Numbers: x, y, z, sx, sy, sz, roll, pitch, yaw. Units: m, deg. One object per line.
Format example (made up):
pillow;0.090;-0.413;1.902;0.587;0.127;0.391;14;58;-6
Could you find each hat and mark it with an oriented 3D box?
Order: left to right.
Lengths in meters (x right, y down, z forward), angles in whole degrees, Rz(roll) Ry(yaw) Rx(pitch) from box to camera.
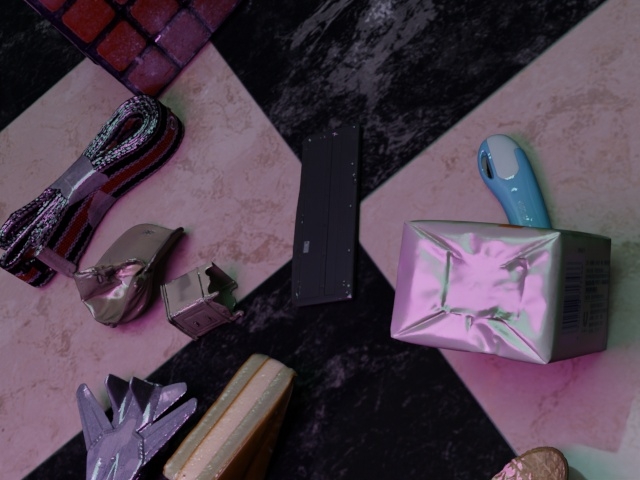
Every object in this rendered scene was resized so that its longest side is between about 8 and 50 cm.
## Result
hat;-0.262;0.049;1.388;0.147;0.085;0.175;9;46;44
hat;0.226;0.294;0.980;0.146;0.067;0.146;-48;11;12

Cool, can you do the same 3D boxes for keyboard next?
keyboard;0.006;0.007;1.276;0.103;0.041;0.381;-10;54;26

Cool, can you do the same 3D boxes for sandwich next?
sandwich;-0.108;0.222;1.138;0.079;0.113;0.163;23;98;34

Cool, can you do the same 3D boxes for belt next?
belt;-0.365;-0.082;1.491;0.359;0.094;0.126;-48;51;-2

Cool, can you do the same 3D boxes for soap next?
soap;0.201;0.051;1.022;0.182;0.199;0.138;4;91;32

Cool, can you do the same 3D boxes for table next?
table;-0.162;0.084;1.296;0.083;0.079;0.062;-28;53;12

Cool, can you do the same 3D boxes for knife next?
knife;0.247;-0.040;1.164;0.064;0.031;0.222;-21;60;14

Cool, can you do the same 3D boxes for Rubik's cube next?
Rubik's cube;-0.347;-0.498;1.550;0.344;0.344;0.337;-46;52;-1

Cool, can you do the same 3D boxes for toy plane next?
toy plane;-0.263;0.311;1.233;0.212;0.088;0.267;1;73;31
